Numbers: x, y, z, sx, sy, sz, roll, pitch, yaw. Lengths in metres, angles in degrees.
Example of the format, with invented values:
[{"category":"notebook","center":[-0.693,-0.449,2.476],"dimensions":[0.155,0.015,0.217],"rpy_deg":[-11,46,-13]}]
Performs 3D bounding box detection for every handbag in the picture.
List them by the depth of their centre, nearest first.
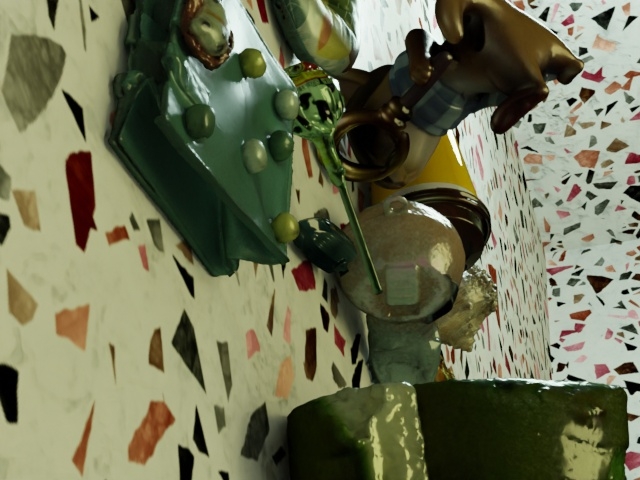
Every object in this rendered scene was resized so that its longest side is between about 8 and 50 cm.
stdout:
[{"category":"handbag","center":[-0.093,-0.128,1.115],"dimensions":[0.274,0.100,0.268],"rpy_deg":[62,26,-48]}]

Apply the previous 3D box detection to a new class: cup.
[{"category":"cup","center":[0.159,-0.085,1.804],"dimensions":[0.196,0.196,0.279],"rpy_deg":[60,19,-50]}]

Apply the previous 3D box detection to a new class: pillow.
[{"category":"pillow","center":[-0.011,-0.336,1.555],"dimensions":[0.214,0.086,0.233],"rpy_deg":[52,34,-38]}]

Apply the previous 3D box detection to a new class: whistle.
[{"category":"whistle","center":[0.113,0.076,1.601],"dimensions":[0.189,0.189,0.348],"rpy_deg":[-75,163,-54]}]

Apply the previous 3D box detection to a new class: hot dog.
[{"category":"hot dog","center":[0.224,0.256,2.055],"dimensions":[0.056,0.041,0.133],"rpy_deg":[-77,152,-51]}]

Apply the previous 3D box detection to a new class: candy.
[{"category":"candy","center":[0.016,-0.075,1.412],"dimensions":[0.091,0.083,0.305],"rpy_deg":[-18,88,-30]}]

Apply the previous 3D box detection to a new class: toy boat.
[{"category":"toy boat","center":[0.000,0.000,1.432],"dimensions":[0.060,0.055,0.141],"rpy_deg":[61,10,25]}]

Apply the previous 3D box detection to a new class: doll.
[{"category":"doll","center":[0.175,-0.202,1.600],"dimensions":[0.318,0.340,0.209],"rpy_deg":[11,62,-44]}]

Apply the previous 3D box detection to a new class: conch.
[{"category":"conch","center":[0.239,0.097,2.094],"dimensions":[0.178,0.163,0.245],"rpy_deg":[116,-42,-60]}]

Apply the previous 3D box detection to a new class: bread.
[{"category":"bread","center":[0.142,0.227,1.241],"dimensions":[0.382,0.366,0.129],"rpy_deg":[15,66,-48]}]
